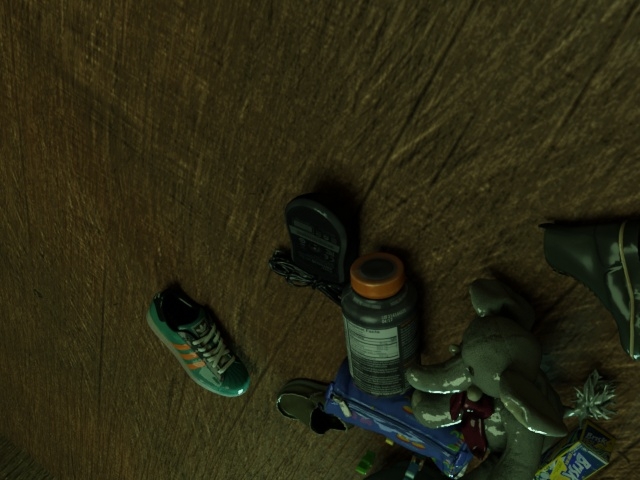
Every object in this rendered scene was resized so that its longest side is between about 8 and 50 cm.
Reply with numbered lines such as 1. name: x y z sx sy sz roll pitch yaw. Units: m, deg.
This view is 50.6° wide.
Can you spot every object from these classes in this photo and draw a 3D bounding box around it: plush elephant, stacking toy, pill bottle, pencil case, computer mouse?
1. plush elephant: 0.253 0.221 1.013 0.330 0.272 0.255 -27 121 18
2. stacking toy: 0.178 0.430 1.281 0.167 0.221 0.052 23 108 21
3. pill bottle: 0.104 0.140 1.153 0.130 0.130 0.245 15 131 29
4. pencil case: 0.148 0.329 1.275 0.306 0.133 0.119 23 108 20
5. computer mouse: 0.000 0.000 1.172 0.188 0.072 0.272 27 148 15

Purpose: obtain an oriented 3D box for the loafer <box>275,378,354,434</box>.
1. loafer: -0.012 0.362 1.456 0.251 0.087 0.094 -11 116 43

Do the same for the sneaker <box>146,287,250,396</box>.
1. sneaker: -0.274 0.232 1.540 0.302 0.108 0.121 42 143 4

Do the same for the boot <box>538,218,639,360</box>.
1. boot: 0.379 0.061 0.927 0.137 0.077 0.197 4 112 41

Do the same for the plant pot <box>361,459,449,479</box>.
1. plant pot: 0.181 0.591 1.413 0.293 0.196 0.293 21 133 24

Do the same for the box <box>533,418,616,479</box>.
1. box: 0.425 0.375 1.151 0.059 0.054 0.169 35 138 11
